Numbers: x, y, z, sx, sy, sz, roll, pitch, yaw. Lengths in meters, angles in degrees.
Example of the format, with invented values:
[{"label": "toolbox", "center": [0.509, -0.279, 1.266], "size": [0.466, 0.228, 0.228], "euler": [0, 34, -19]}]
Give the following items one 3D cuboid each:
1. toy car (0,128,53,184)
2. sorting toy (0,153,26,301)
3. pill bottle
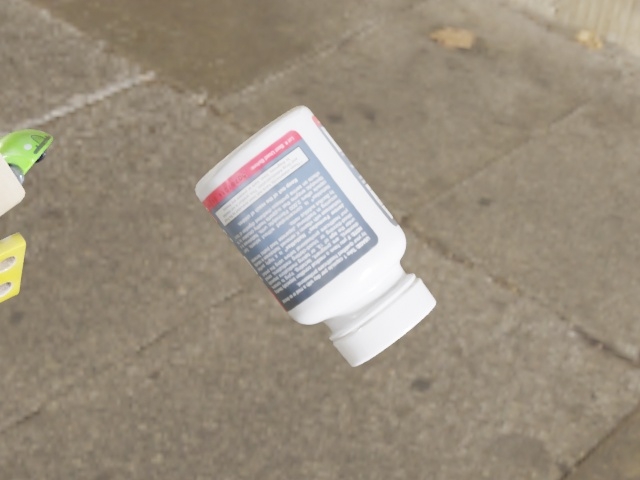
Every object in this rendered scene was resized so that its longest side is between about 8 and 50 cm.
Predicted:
[{"label": "toy car", "center": [-0.312, -0.027, 1.141], "size": [0.053, 0.225, 0.239], "euler": [40, 30, -12]}, {"label": "sorting toy", "center": [-0.201, -0.018, 0.544], "size": [0.132, 0.274, 0.046], "euler": [-37, 71, -10]}, {"label": "pill bottle", "center": [0.000, 0.000, 0.986], "size": [0.180, 0.108, 0.108], "euler": [53, 45, -1]}]
